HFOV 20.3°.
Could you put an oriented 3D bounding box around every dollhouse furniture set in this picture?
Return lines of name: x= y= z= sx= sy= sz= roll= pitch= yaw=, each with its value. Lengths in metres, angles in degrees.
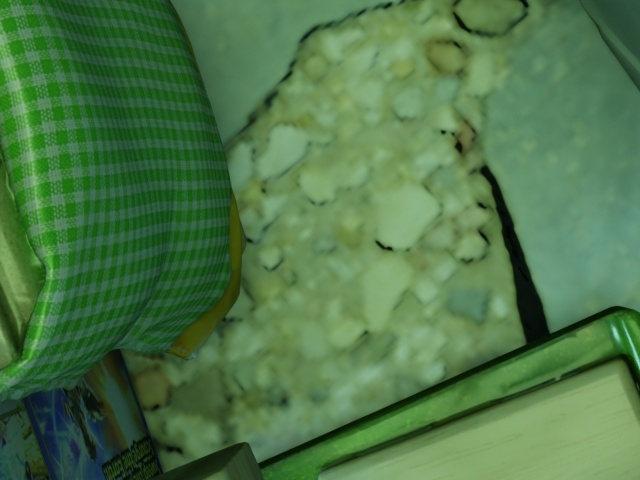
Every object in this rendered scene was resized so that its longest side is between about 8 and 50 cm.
dollhouse furniture set: x=0.000 y=0.000 z=0.481 sx=0.151 sy=0.197 sz=0.301 roll=-22 pitch=90 yaw=6

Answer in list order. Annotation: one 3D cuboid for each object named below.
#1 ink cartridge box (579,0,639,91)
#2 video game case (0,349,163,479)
ink cartridge box: x=0.190 y=-0.113 z=0.497 sx=0.231 sy=0.134 sz=0.078 roll=-34 pitch=88 yaw=4
video game case: x=-0.128 y=-0.019 z=0.455 sx=0.061 sy=0.269 sz=0.244 roll=-21 pitch=89 yaw=6
